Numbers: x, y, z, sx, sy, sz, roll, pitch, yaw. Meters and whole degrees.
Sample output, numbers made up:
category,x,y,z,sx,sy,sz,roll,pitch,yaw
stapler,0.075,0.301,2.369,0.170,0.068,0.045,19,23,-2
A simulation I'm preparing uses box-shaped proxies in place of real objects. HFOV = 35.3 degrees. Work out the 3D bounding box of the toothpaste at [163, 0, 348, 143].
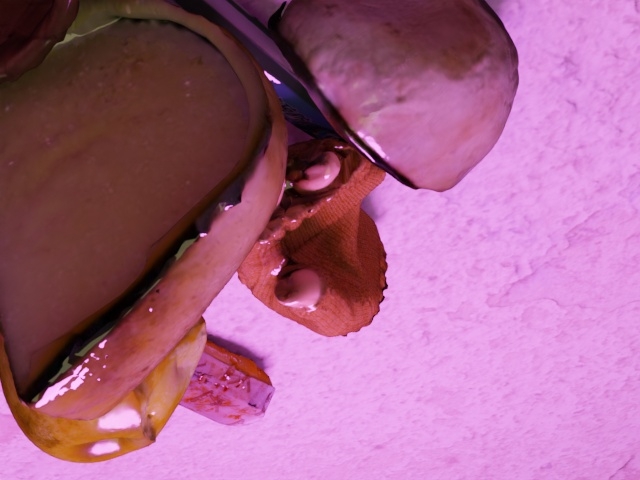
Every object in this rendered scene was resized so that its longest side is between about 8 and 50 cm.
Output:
category,x,y,z,sx,sy,sz,roll,pitch,yaw
toothpaste,-0.061,-0.172,0.967,0.098,0.061,0.392,12,162,46

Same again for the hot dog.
category,x,y,z,sx,sy,sz,roll,pitch,yaw
hot dog,-0.167,0.188,1.387,0.131,0.069,0.252,-27,137,33

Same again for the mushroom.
category,x,y,z,sx,sy,sz,roll,pitch,yaw
mushroom,0.093,-0.161,0.928,0.164,0.189,0.267,-42,132,15

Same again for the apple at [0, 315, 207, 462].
category,x,y,z,sx,sy,sz,roll,pitch,yaw
apple,-0.251,0.139,1.175,0.246,0.226,0.246,-7,144,-5

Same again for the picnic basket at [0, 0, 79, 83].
category,x,y,z,sx,sy,sz,roll,pitch,yaw
picnic basket,-0.333,-0.172,0.701,0.337,0.337,0.293,-14,142,3

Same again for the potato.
category,x,y,z,sx,sy,sz,roll,pitch,yaw
potato,-0.143,-0.044,0.881,0.280,0.330,0.213,-32,154,7

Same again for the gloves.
category,x,y,z,sx,sy,sz,roll,pitch,yaw
gloves,-0.013,0.001,1.077,0.155,0.203,0.356,7,160,11
